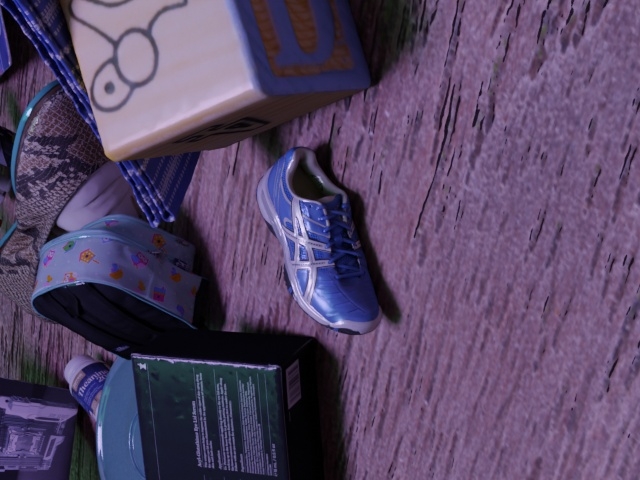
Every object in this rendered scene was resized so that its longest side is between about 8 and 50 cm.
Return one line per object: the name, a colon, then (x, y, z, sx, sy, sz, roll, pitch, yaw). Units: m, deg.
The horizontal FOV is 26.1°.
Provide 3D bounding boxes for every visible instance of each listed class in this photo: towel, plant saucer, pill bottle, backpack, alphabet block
towel: (-0.216, -0.206, 1.402, 0.040, 0.243, 0.336, -16, 125, 22)
plant saucer: (-0.198, 0.254, 1.738, 0.317, 0.044, 0.317, -2, 87, 48)
pill bottle: (-0.310, 0.209, 1.935, 0.120, 0.067, 0.067, 36, 130, 44)
backpack: (-0.246, 0.051, 1.655, 0.166, 0.188, 0.144, -18, 61, 41)
alphabet block: (-0.100, -0.197, 1.309, 0.197, 0.193, 0.192, -18, 86, 34)

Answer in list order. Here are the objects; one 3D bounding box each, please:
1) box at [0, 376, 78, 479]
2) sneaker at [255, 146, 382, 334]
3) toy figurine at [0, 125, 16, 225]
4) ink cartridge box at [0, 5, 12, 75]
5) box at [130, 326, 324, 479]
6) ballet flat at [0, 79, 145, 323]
box: (-0.483, 0.338, 1.973, 0.076, 0.242, 0.307, 116, 161, -45)
sneaker: (0.000, 0.000, 1.390, 0.211, 0.080, 0.081, 60, 147, 20)
toy figurine: (-0.528, -0.075, 2.000, 0.213, 0.148, 0.209, -32, 32, 58)
ink cartridge box: (-0.514, -0.378, 1.937, 0.330, 0.071, 0.324, 179, 79, -73)
box: (-0.098, 0.239, 1.543, 0.184, 0.103, 0.261, 2, 106, 21)
ballet flat: (-0.322, -0.026, 1.815, 0.182, 0.164, 0.483, 44, 146, 7)
